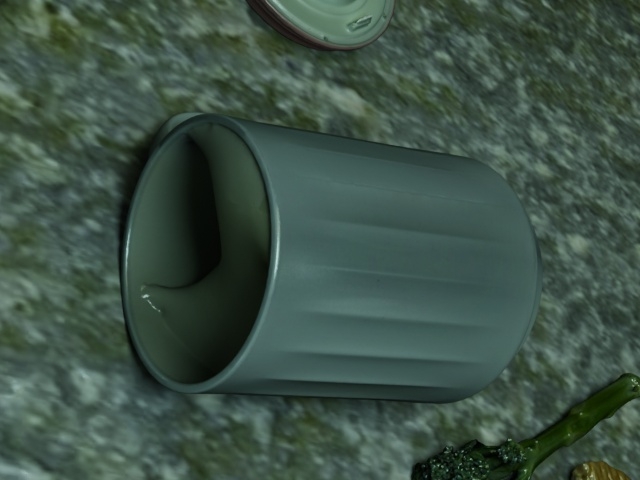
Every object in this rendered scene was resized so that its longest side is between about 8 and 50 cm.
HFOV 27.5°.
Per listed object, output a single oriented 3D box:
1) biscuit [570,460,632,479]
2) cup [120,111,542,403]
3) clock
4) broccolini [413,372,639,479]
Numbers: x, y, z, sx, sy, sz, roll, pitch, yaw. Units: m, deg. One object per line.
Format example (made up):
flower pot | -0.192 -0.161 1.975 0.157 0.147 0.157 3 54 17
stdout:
biscuit | 0.339 0.353 1.430 0.144 0.033 0.224 7 65 -42
cup | 0.000 0.000 1.196 0.326 0.237 0.323 6 35 -39
clock | -0.009 -0.320 1.447 0.244 0.056 0.244 20 56 -33
broccolini | 0.243 0.201 1.390 0.392 0.074 0.079 -22 91 -44
